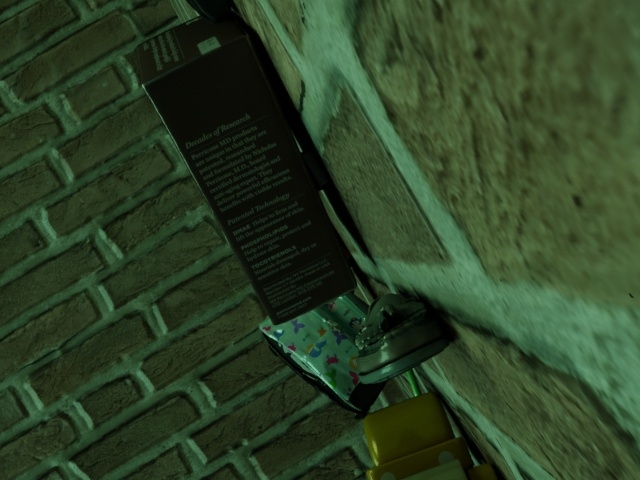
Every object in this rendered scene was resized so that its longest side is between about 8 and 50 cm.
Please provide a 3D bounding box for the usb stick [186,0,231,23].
[{"bbox_3d":[-0.169,-0.340,0.853,0.077,0.045,0.278,52,-178,-35],"label":"usb stick"}]

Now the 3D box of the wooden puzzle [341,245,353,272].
[{"bbox_3d":[0.000,0.000,1.321,0.239,0.044,0.221,51,177,9],"label":"wooden puzzle"}]

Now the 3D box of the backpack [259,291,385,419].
[{"bbox_3d":[0.019,0.185,1.230,0.253,0.191,0.225,31,174,13],"label":"backpack"}]

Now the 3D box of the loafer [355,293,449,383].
[{"bbox_3d":[0.072,0.095,0.706,0.267,0.096,0.084,61,-176,-80],"label":"loafer"}]

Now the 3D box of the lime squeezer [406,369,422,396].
[{"bbox_3d":[0.222,0.372,1.404,0.110,0.058,0.310,57,177,43],"label":"lime squeezer"}]

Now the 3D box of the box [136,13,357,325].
[{"bbox_3d":[-0.093,-0.093,0.886,0.191,0.143,0.382,-119,6,-58],"label":"box"}]

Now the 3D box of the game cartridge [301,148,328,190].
[{"bbox_3d":[-0.009,-0.096,0.896,0.056,0.017,0.083,56,178,-1],"label":"game cartridge"}]

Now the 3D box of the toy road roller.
[{"bbox_3d":[0.156,0.362,1.041,0.329,0.202,0.241,61,-172,-66],"label":"toy road roller"}]
